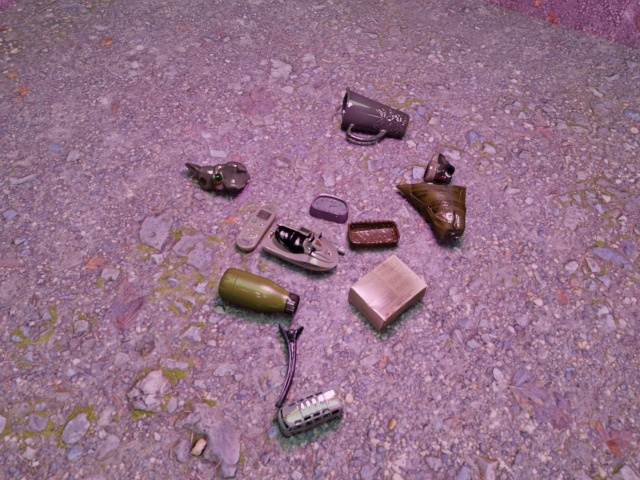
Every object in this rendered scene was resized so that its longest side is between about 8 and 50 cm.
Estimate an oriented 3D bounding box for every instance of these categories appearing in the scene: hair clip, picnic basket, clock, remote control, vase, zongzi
[{"bbox_3d":[-0.099,0.375,1.480,0.082,0.048,0.275,7,45,-4],"label":"hair clip"},{"bbox_3d":[0.194,-0.020,1.804,0.193,0.055,0.110,-3,54,-6],"label":"picnic basket"},{"bbox_3d":[0.038,-0.132,1.872,0.152,0.050,0.110,14,54,5],"label":"clock"},{"bbox_3d":[-0.233,-0.048,1.795,0.078,0.042,0.222,23,55,12],"label":"remote control"},{"bbox_3d":[0.229,-0.529,2.125,0.300,0.156,0.251,16,70,-1],"label":"vase"},{"bbox_3d":[0.412,-0.118,1.853,0.274,0.125,0.251,9,46,6],"label":"zongzi"}]

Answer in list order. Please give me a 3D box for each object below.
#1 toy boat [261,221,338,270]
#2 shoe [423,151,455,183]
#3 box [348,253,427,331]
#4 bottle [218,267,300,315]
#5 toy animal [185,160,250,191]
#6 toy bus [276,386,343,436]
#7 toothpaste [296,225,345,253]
[{"bbox_3d":[-0.068,0.014,1.714,0.269,0.141,0.141,14,53,22],"label":"toy boat"},{"bbox_3d":[0.486,-0.283,1.965,0.112,0.099,0.227,24,31,13],"label":"shoe"},{"bbox_3d":[0.226,0.175,1.644,0.211,0.095,0.168,-34,62,-24],"label":"box"},{"bbox_3d":[-0.197,0.174,1.596,0.259,0.112,0.112,17,55,7],"label":"bottle"},{"bbox_3d":[-0.408,-0.250,1.894,0.251,0.127,0.126,7,65,18],"label":"toy animal"},{"bbox_3d":[-0.031,0.490,1.401,0.193,0.089,0.087,-16,57,-15],"label":"toy bus"},{"bbox_3d":[0.000,0.000,1.788,0.204,0.032,0.049,25,55,14],"label":"toothpaste"}]
